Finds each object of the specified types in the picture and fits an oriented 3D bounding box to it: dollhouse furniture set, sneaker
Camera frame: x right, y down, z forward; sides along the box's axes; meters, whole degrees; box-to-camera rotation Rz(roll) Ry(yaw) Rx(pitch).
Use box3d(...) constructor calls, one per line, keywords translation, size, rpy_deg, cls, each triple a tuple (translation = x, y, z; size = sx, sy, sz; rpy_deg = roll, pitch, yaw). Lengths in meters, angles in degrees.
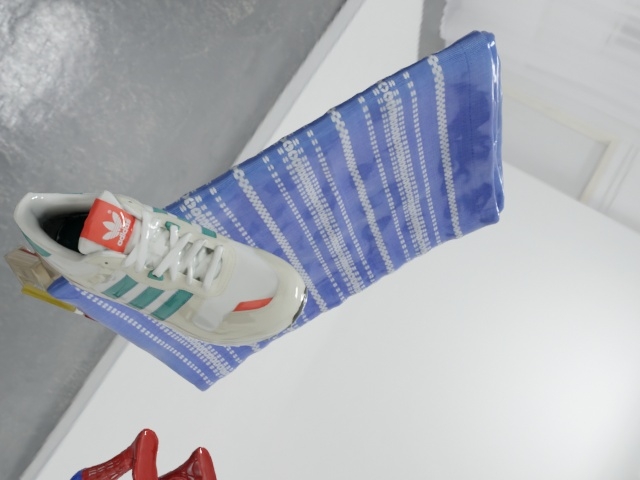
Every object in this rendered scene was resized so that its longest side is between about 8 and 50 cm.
box3d(translation=(-0.390, 0.013, 1.041), size=(0.129, 0.184, 0.128), rpy_deg=(-47, 137, -36), cls="dollhouse furniture set")
box3d(translation=(-0.089, 0.011, 0.351), size=(0.075, 0.162, 0.057), rpy_deg=(64, 44, -67), cls="sneaker")

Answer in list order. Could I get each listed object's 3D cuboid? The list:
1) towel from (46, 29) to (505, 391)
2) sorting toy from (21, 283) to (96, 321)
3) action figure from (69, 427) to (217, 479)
box3d(translation=(0.000, 0.000, 0.525), size=(0.336, 0.040, 0.243), rpy_deg=(-31, 150, -2), cls="towel")
box3d(translation=(-0.179, 0.072, 0.667), size=(0.274, 0.133, 0.046), rpy_deg=(54, 55, -70), cls="sorting toy")
box3d(translation=(-0.197, 0.255, 0.456), size=(0.280, 0.139, 0.091), rpy_deg=(-33, 135, 19), cls="action figure")
